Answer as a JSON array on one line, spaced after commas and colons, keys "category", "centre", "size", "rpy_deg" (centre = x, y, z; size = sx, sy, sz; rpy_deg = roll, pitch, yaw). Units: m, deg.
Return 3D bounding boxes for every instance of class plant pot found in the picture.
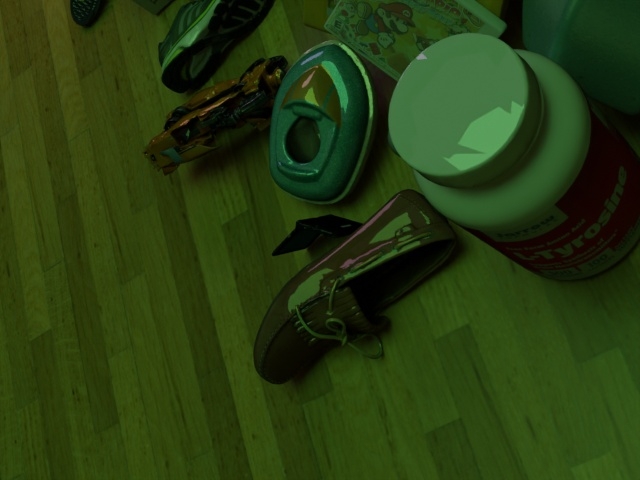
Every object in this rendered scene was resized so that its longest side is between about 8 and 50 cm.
[{"category": "plant pot", "centre": [0.404, -0.319, 1.327], "size": [0.248, 0.247, 0.252], "rpy_deg": [-96, 28, -57]}]

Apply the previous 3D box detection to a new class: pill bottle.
[{"category": "pill bottle", "centre": [0.258, -0.101, 1.277], "size": [0.229, 0.407, 0.229], "rpy_deg": [-11, 69, 31]}]

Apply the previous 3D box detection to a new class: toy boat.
[{"category": "toy boat", "centre": [0.048, -0.181, 1.584], "size": [0.318, 0.148, 0.268], "rpy_deg": [12, 98, 30]}]

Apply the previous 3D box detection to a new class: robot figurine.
[{"category": "robot figurine", "centre": [-0.172, -0.226, 1.775], "size": [0.291, 0.085, 0.211], "rpy_deg": [-21, 29, 28]}]

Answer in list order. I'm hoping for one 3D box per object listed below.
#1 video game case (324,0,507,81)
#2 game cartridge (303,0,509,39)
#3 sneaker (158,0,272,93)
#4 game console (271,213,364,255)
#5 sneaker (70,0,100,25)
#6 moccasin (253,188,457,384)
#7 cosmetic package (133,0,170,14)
[{"category": "video game case", "centre": [0.138, -0.325, 1.517], "size": [0.026, 0.227, 0.206], "rpy_deg": [-57, 4, -36]}, {"category": "game cartridge", "centre": [0.126, -0.394, 1.504], "size": [0.323, 0.285, 0.053], "rpy_deg": [24, 53, 17]}, {"category": "sneaker", "centre": [-0.208, -0.424, 1.882], "size": [0.300, 0.111, 0.121], "rpy_deg": [-43, 52, 12]}, {"category": "game console", "centre": [0.000, 0.000, 1.599], "size": [0.107, 0.122, 0.071], "rpy_deg": [17, 104, 25]}, {"category": "sneaker", "centre": [-0.482, -0.563, 2.142], "size": [0.069, 0.082, 0.209], "rpy_deg": [13, 101, 17]}, {"category": "moccasin", "centre": [0.051, 0.094, 1.532], "size": [0.380, 0.139, 0.147], "rpy_deg": [-38, 48, 7]}, {"category": "cosmetic package", "centre": [-0.334, -0.729, 1.924], "size": [0.393, 0.329, 0.327], "rpy_deg": [-37, 59, 20]}]
